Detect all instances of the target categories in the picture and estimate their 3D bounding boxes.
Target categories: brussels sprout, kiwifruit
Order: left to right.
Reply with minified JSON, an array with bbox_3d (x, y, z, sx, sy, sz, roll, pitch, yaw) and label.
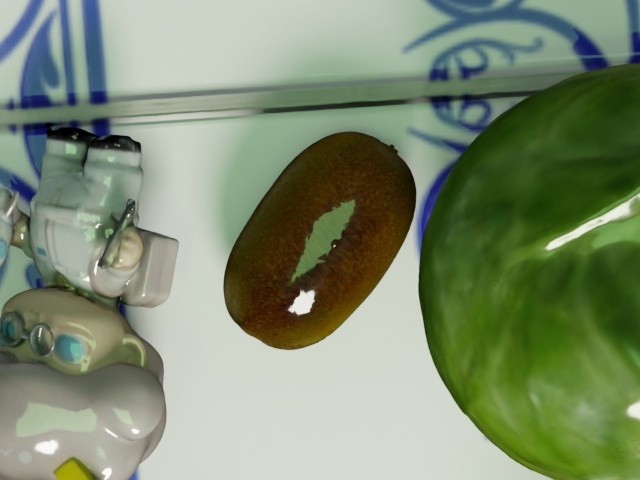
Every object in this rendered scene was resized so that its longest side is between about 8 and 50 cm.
[{"bbox_3d":[0.000,0.000,1.028,0.075,0.075,0.124,37,94,-3],"label":"kiwifruit"},{"bbox_3d":[0.170,0.018,0.961,0.244,0.244,0.244,0,98,3],"label":"brussels sprout"}]

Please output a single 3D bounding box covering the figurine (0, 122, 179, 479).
[{"bbox_3d":[-0.131,0.056,1.027,0.137,0.112,0.229,9,92,29],"label":"figurine"}]
